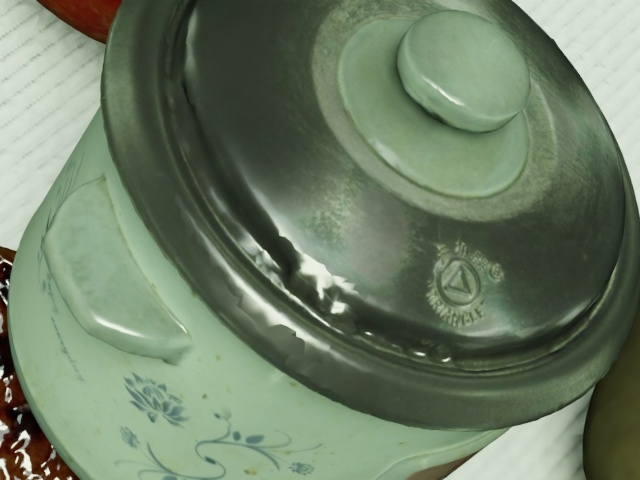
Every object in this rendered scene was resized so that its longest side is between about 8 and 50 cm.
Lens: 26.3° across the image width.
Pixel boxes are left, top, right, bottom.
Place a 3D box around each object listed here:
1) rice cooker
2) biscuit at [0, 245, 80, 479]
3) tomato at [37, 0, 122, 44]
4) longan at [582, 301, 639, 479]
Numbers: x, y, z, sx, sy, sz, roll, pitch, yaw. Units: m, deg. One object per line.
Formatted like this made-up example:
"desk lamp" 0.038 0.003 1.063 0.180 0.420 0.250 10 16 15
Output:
"rice cooker" 0.000 0.000 0.659 0.316 0.316 0.264 -22 71 -18
"biscuit" -0.192 0.088 0.740 0.192 0.049 0.192 4 78 -17
"tomato" -0.072 -0.232 0.773 0.270 0.222 0.270 0 86 3
"longan" 0.271 0.107 0.751 0.246 0.215 0.246 -1 83 8
